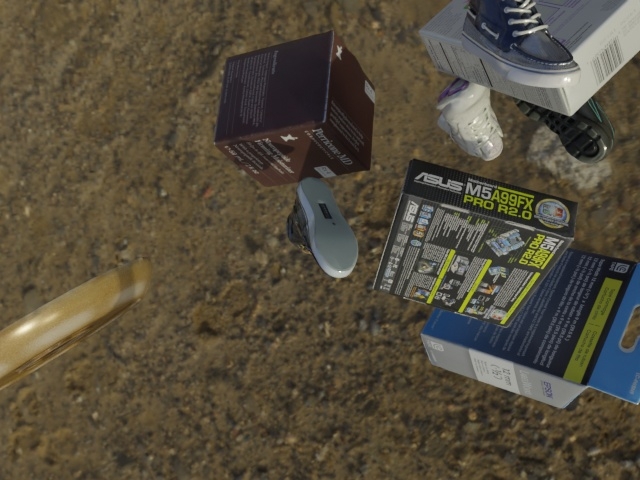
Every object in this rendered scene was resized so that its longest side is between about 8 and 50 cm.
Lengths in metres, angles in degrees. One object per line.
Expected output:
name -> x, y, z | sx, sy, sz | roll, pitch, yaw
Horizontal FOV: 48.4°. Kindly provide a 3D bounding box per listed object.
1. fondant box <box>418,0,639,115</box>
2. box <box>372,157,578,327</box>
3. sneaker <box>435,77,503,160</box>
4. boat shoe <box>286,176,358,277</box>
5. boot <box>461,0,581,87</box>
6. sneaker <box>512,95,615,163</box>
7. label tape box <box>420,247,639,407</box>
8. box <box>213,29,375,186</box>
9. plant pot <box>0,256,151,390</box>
fondant box -> 0.355, -0.354, 1.163 | 0.238, 0.096, 0.330 | -43, 40, -6
box -> 0.198, 0.014, 0.982 | 0.216, 0.060, 0.270 | 15, 150, 5
sneaker -> 0.304, -0.237, 1.370 | 0.114, 0.305, 0.152 | -42, 80, 7
boat shoe -> 0.000, 0.000, 1.000 | 0.183, 0.065, 0.083 | -107, 30, -42
boot -> 0.213, -0.232, 0.772 | 0.190, 0.069, 0.086 | -129, 30, -51
sneaker -> 0.479, -0.269, 1.416 | 0.267, 0.106, 0.101 | 51, 142, 6
label tape box -> 0.378, 0.133, 1.173 | 0.348, 0.249, 0.115 | 16, 147, 32
box -> -0.038, -0.206, 1.154 | 0.203, 0.168, 0.167 | -6, 66, 28
plant pot -> -0.255, 0.091, 0.667 | 0.236, 0.236, 0.032 | -32, 91, 39
